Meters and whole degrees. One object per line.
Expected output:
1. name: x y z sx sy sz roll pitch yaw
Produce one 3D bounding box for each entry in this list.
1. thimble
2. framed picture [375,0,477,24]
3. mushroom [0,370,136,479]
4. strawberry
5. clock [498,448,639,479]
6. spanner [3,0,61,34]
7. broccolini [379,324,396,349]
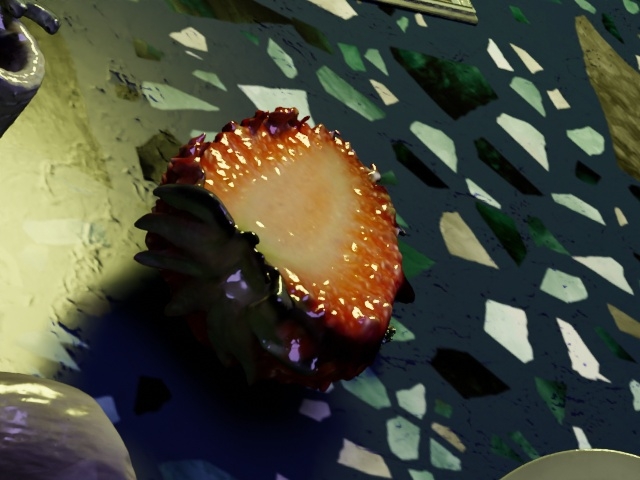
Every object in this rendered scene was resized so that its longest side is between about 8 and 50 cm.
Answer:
1. thimble: -0.286 -0.141 1.573 0.115 0.090 0.102 42 32 -2
2. framed picture: 0.046 -0.346 2.212 0.273 0.016 0.216 5 47 -42
3. mushroom: -0.226 0.140 1.307 0.247 0.108 0.096 14 1 -38
4. strawberry: -0.032 0.014 1.622 0.233 0.138 0.306 46 25 3
5. clock: 0.218 0.276 1.524 0.235 0.029 0.235 -1 61 2
6. spanner: -0.266 -0.229 1.683 0.054 0.015 0.254 26 14 -25
7. broccolini: -0.007 0.003 1.751 0.057 0.071 0.254 -23 52 -9
